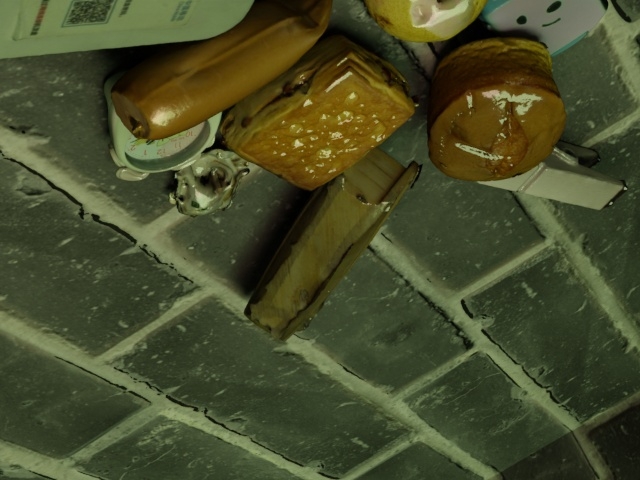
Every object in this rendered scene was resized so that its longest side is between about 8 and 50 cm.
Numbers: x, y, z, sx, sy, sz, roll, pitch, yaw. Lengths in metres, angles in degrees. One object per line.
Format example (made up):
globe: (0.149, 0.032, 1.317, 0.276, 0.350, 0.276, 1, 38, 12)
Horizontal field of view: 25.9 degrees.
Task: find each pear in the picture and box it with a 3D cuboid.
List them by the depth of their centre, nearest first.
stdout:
pear: (0.130, -0.332, 1.698, 0.178, 0.178, 0.178, -19, 149, -12)

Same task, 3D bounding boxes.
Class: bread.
bread: (-0.001, -0.179, 1.912, 0.235, 0.099, 0.210, -34, 147, 24)
bread: (0.248, -0.180, 1.999, 0.195, 0.143, 0.270, -2, 158, -6)

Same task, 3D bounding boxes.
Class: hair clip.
hair clip: (0.364, -0.124, 2.273, 0.330, 0.101, 0.085, 11, 137, -43)

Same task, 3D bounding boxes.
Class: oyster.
oyster: (-0.169, -0.077, 1.980, 0.108, 0.053, 0.166, -10, 144, -28)

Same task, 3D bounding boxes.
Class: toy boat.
toy boat: (0.000, 0.000, 2.160, 0.445, 0.136, 0.162, -56, 180, 38)

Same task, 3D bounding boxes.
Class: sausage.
sausage: (-0.104, -0.228, 1.712, 0.328, 0.112, 0.112, -33, 153, -20)

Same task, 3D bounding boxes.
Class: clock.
clock: (-0.210, -0.152, 1.824, 0.151, 0.062, 0.191, -14, 148, -21)

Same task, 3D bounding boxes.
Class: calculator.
calculator: (0.299, -0.344, 1.924, 0.173, 0.051, 0.293, -32, 149, 12)

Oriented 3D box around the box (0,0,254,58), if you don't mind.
box: (-0.213, -0.336, 1.441, 0.396, 0.111, 0.396, -9, 159, -28)
